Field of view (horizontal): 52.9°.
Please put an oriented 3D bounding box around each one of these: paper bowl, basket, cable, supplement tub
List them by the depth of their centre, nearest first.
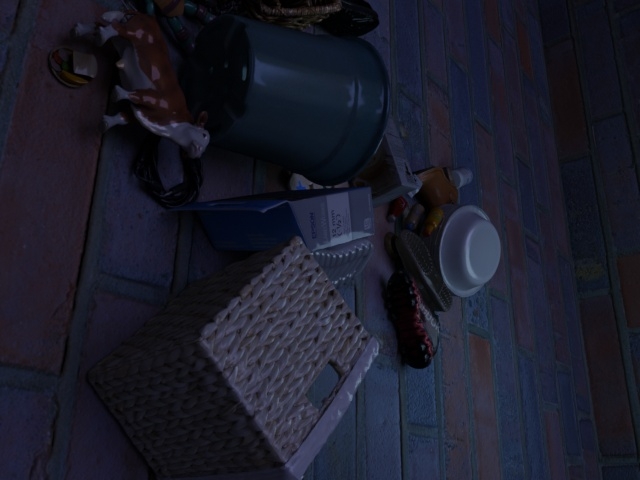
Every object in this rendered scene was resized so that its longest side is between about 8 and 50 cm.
[{"bbox_3d":[-0.141,0.209,1.083,0.266,0.331,0.328,57,39,-12],"label":"basket"},{"bbox_3d":[-0.283,-0.156,1.257,0.150,0.047,0.184,38,49,-38],"label":"cable"},{"bbox_3d":[-0.117,-0.649,1.509,0.213,0.223,0.299,-5,82,-53],"label":"basket"},{"bbox_3d":[0.437,0.031,1.956,0.284,0.148,0.284,-3,95,-40],"label":"paper bowl"},{"bbox_3d":[0.476,-0.216,2.228,0.107,0.071,0.071,-23,95,-52],"label":"supplement tub"}]

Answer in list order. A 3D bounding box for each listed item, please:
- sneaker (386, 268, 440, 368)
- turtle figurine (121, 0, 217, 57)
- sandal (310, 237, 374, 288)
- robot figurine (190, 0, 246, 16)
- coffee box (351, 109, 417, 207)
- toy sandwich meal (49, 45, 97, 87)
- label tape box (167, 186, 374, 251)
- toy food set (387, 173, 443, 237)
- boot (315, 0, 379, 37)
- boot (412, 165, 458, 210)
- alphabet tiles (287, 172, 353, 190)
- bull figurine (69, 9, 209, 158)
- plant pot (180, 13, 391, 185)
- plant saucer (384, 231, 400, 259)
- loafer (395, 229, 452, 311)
[{"bbox_3d":[0.260,0.206,1.774,0.135,0.097,0.276,-20,95,-53],"label":"sneaker"},{"bbox_3d":[-0.297,-0.474,1.284,0.234,0.175,0.118,38,17,-52],"label":"turtle figurine"},{"bbox_3d":[-0.033,0.059,1.437,0.102,0.169,0.416,38,24,27],"label":"sandal"},{"bbox_3d":[-0.180,-0.597,1.390,0.085,0.291,0.211,155,-82,-83],"label":"robot figurine"},{"bbox_3d":[0.145,-0.229,1.724,0.098,0.141,0.247,3,66,-57],"label":"coffee box"},{"bbox_3d":[-0.434,-0.308,1.135,0.085,0.029,0.086,23,60,-46],"label":"toy sandwich meal"},{"bbox_3d":[-0.088,-0.037,1.285,0.347,0.249,0.115,-17,104,-52],"label":"label tape box"},{"bbox_3d":[0.239,-0.111,1.851,0.232,0.111,0.104,48,49,-17],"label":"toy food set"},{"bbox_3d":[0.029,-0.735,1.801,0.348,0.131,0.260,4,74,-51],"label":"boot"},{"bbox_3d":[0.360,-0.118,2.035,0.283,0.109,0.220,-11,89,-60],"label":"boot"},{"bbox_3d":[0.019,-0.109,1.646,0.278,0.021,0.284,45,45,-32],"label":"alphabet tiles"},{"bbox_3d":[-0.315,-0.276,1.158,0.188,0.101,0.310,-10,75,-53],"label":"bull figurine"},{"bbox_3d":[-0.087,-0.303,1.353,0.334,0.341,0.341,5,73,-44],"label":"plant pot"},{"bbox_3d":[0.213,0.015,1.852,0.083,0.015,0.083,22,61,-46],"label":"plant saucer"},{"bbox_3d":[0.279,0.097,1.843,0.268,0.092,0.102,61,36,-8],"label":"loafer"}]
